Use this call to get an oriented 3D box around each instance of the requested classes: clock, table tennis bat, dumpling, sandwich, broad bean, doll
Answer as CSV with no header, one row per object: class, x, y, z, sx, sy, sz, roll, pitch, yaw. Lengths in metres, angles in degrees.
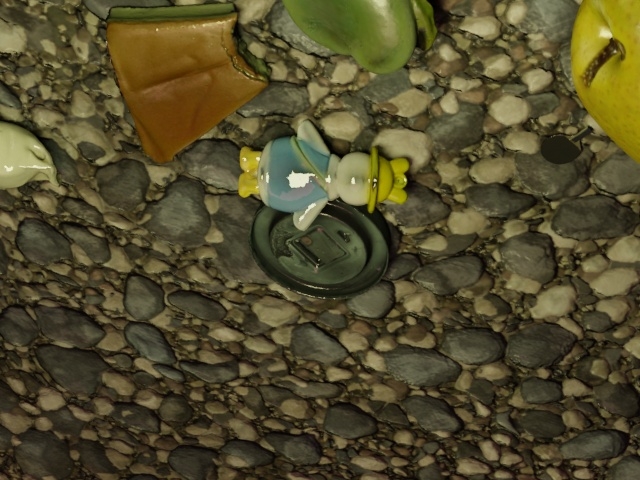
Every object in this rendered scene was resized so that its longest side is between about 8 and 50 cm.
clock,0.000,0.000,2.050,0.215,0.042,0.215,8,135,9
table tennis bat,0.333,-0.130,1.851,0.050,0.007,0.083,36,134,-18
dumpling,-0.472,-0.123,2.045,0.169,0.100,0.134,-1,174,-9
sandwich,-0.168,-0.208,1.882,0.212,0.063,0.245,0,134,15
broad bean,0.045,-0.305,1.704,0.228,0.100,0.169,26,128,-7
doll,0.004,-0.088,1.919,0.241,0.135,0.099,4,152,5

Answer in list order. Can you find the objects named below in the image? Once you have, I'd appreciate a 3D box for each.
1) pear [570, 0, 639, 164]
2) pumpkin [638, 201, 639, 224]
pear,0.478,-0.219,1.485,0.418,0.362,0.362,0,139,-20
pumpkin,0.559,0.004,1.739,0.303,0.256,0.225,-1,157,19
